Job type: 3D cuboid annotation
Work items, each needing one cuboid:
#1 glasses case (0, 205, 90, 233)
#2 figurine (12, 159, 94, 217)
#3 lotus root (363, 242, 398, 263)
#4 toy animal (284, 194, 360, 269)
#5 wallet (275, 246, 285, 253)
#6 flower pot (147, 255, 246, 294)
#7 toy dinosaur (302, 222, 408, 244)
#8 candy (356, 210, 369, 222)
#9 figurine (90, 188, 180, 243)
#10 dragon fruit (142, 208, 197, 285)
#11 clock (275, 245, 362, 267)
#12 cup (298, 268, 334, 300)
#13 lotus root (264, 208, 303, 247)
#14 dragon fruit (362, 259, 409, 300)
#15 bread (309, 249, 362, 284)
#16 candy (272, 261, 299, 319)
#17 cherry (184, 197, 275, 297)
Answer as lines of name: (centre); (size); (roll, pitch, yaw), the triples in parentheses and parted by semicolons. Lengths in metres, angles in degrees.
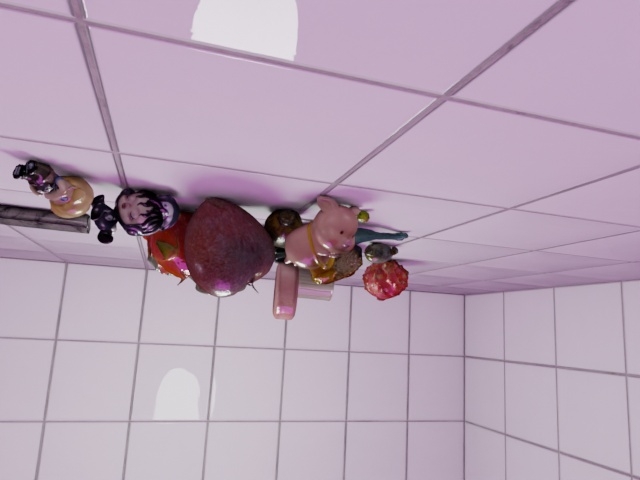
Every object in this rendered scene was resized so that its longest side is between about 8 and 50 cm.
glasses case: (-0.951, -0.071, 1.713); (0.299, 0.060, 0.114); (7, 169, -20)
figurine: (-0.639, -0.126, 1.214); (0.114, 0.108, 0.196); (-23, 159, 5)
lotus root: (0.240, 0.051, 2.000); (0.165, 0.088, 0.088); (-1, 175, -39)
toy animal: (0.001, -0.001, 1.403); (0.248, 0.149, 0.165); (-42, 158, 21)
wallet: (-0.176, 0.006, 1.812); (0.160, 0.055, 0.236); (-23, -164, -40)
flower pot: (-0.427, 0.085, 1.810); (0.367, 0.165, 0.254); (25, -171, 25)
toy dinosaur: (0.066, -0.008, 1.711); (0.383, 0.129, 0.331); (-2, 177, 32)
candy: (0.085, -0.077, 1.473); (0.122, 0.035, 0.035); (10, -172, 3)
figurine: (-0.497, -0.065, 1.366); (0.222, 0.145, 0.145); (-13, 173, -12)
dragon fruit: (-0.437, 0.003, 1.562); (0.224, 0.227, 0.224); (-34, 176, -2)
clock: (-0.008, 0.063, 2.142); (0.386, 0.077, 0.386); (2, 170, 0)
cup: (-0.071, 0.155, 2.439); (0.273, 0.288, 0.208); (6, 134, -9)
lotus root: (-0.114, -0.034, 1.531); (0.120, 0.120, 0.209); (5, 166, -8)
dragon fruit: (0.300, 0.192, 2.451); (0.205, 0.210, 0.268); (31, 161, -33)
bread: (0.059, 0.090, 1.763); (0.185, 0.109, 0.380); (-13, 177, 4)
candy: (-0.145, 0.203, 2.089); (0.094, 0.255, 0.255); (5, 170, -6)
cherry: (-0.266, 0.025, 1.424); (0.221, 0.307, 0.261); (-22, -173, 43)
